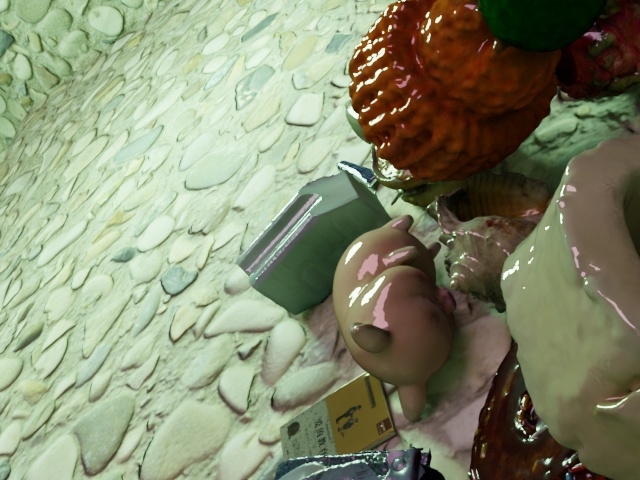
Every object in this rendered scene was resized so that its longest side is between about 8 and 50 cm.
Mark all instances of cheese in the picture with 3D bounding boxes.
[{"bbox_3d":[0.314,0.069,0.613,0.153,0.332,0.292,104,-174,-48],"label":"cheese"}]

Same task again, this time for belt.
[{"bbox_3d":[0.040,0.293,0.887,0.218,0.122,0.128,-13,43,32],"label":"belt"}]

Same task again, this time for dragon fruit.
[{"bbox_3d":[0.402,-0.277,1.074,0.172,0.166,0.160,-27,72,-6],"label":"dragon fruit"}]

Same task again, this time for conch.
[{"bbox_3d":[0.228,-0.008,0.974,0.245,0.178,0.163,-31,-10,-29],"label":"conch"}]

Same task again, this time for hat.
[{"bbox_3d":[0.195,-0.264,0.966,0.400,0.285,0.285,115,179,-61],"label":"hat"}]

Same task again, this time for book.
[{"bbox_3d":[0.018,0.254,1.056,0.172,0.012,0.118,-36,34,15],"label":"book"}]

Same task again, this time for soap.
[{"bbox_3d":[0.000,0.000,1.245,0.230,0.145,0.091,-47,41,7],"label":"soap"}]

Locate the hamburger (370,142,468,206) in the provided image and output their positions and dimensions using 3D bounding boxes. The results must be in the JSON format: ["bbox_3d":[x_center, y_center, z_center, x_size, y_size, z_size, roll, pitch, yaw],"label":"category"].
[{"bbox_3d":[0.168,-0.124,1.226,0.177,0.113,0.185,27,83,51],"label":"hamburger"}]

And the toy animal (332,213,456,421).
[{"bbox_3d":[0.093,0.084,1.024,0.154,0.166,0.250,-43,25,22],"label":"toy animal"}]

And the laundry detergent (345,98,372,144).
[{"bbox_3d":[0.168,-0.242,1.362,0.181,0.091,0.253,-51,32,-19],"label":"laundry detergent"}]

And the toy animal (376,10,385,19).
[{"bbox_3d":[0.221,-0.458,1.507,0.178,0.127,0.193,-5,51,49],"label":"toy animal"}]

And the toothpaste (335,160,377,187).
[{"bbox_3d":[0.065,-0.122,1.413,0.037,0.021,0.140,-49,34,-7],"label":"toothpaste"}]

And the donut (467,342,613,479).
[{"bbox_3d":[0.239,0.175,0.766,0.235,0.089,0.235,-57,14,22],"label":"donut"}]
